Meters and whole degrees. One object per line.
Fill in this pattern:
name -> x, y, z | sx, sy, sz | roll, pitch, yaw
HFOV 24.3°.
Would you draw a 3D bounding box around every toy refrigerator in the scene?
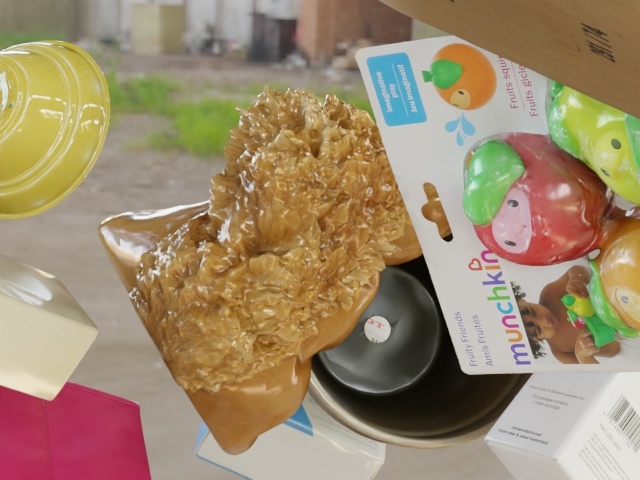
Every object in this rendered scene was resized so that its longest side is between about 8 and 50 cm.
toy refrigerator -> -0.339, 0.054, 1.317 | 0.269, 0.094, 0.102 | 26, 12, -46

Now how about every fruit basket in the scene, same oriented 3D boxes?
fruit basket -> 0.221, -0.021, 1.167 | 0.353, 0.327, 0.165 | -6, 28, 27

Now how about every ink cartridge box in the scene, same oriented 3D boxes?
ink cartridge box -> 0.334, 0.176, 1.553 | 0.278, 0.201, 0.117 | -49, 28, -20
ink cartridge box -> -0.026, 0.195, 2.022 | 0.223, 0.129, 0.307 | 24, 33, -10

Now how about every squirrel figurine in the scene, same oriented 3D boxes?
squirrel figurine -> 0.000, 0.000, 1.431 | 0.370, 0.281, 0.397 | -30, -5, -5

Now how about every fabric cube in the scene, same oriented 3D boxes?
fabric cube -> -0.334, 0.304, 1.506 | 0.259, 0.254, 0.258 | 22, 32, -32

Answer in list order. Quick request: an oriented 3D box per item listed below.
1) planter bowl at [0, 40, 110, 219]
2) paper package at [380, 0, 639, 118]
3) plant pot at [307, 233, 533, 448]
planter bowl -> -0.348, -0.139, 1.643 | 0.217, 0.217, 0.090 | 8, -13, 27
paper package -> 0.140, -0.223, 0.927 | 0.309, 0.168, 0.325 | 29, -2, 26
plant pot -> 0.098, 0.098, 1.830 | 0.323, 0.323, 0.280 | 1, -9, -9
